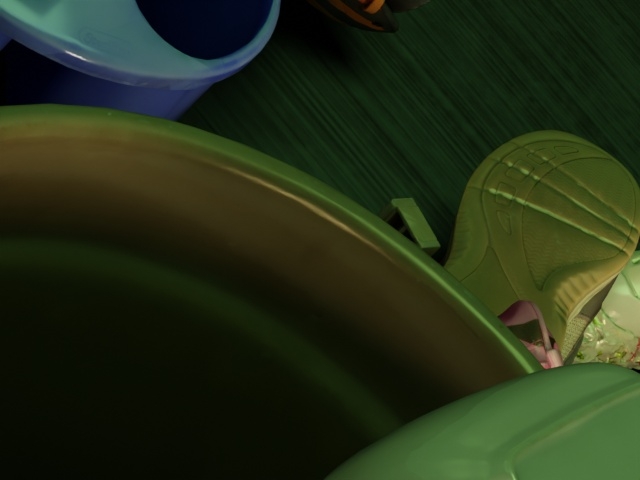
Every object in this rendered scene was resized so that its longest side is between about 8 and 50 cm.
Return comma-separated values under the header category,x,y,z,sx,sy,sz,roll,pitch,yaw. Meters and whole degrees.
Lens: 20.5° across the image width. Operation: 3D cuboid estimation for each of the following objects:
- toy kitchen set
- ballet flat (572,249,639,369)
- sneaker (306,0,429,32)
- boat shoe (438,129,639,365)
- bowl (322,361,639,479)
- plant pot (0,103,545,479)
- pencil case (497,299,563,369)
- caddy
category,x,y,z,sx,sy,sz,roll,pitch,yaw
toy kitchen set,0.000,0.000,0.950,0.083,0.075,0.068,-4,56,-45
ballet flat,0.214,0.038,1.121,0.241,0.077,0.091,5,53,-41
sneaker,0.033,-0.196,1.036,0.180,0.125,0.321,30,2,-34
boat shoe,0.103,0.038,0.993,0.102,0.092,0.285,29,41,3
bowl,0.080,0.095,0.480,0.142,0.053,0.142,-15,65,-51
plant pot,-0.087,0.171,0.523,0.323,0.280,0.323,27,39,-24
pencil case,0.012,0.069,0.811,0.209,0.098,0.095,-3,65,-9
caddy,-0.150,-0.190,0.903,0.241,0.179,0.341,16,44,-35
